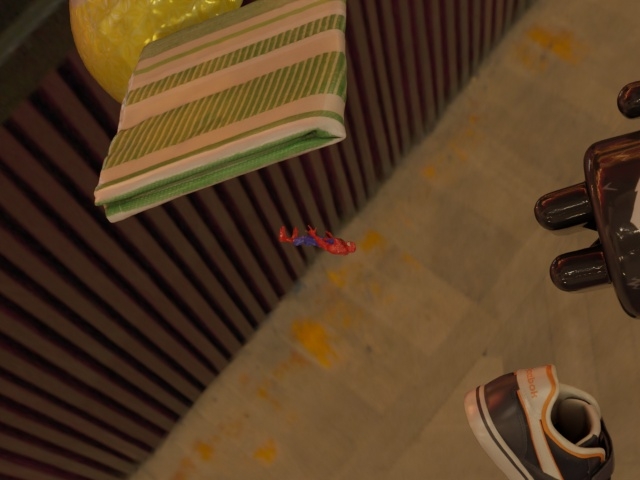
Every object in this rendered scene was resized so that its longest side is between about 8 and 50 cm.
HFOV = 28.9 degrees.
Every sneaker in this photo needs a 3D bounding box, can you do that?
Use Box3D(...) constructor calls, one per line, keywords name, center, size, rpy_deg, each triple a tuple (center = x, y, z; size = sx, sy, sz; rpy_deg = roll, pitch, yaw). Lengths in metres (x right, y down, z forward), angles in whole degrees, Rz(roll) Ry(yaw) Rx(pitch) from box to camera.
Box3D(name="sneaker", center=(0.311, 0.279, 1.533), size=(0.127, 0.321, 0.126), rpy_deg=(-29, 33, 19))

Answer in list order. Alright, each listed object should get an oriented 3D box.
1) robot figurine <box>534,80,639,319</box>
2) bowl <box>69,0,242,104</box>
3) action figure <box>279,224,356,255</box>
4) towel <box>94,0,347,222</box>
Box3D(name="robot figurine", center=(0.337, -0.027, 1.105), size=(0.278, 0.209, 0.173), rpy_deg=(-14, 31, 16))
Box3D(name="bowl", center=(-0.217, -0.312, 1.466), size=(0.156, 0.289, 0.289), rpy_deg=(26, 74, -32))
Box3D(name="action figure", center=(0.000, 0.000, 1.517), size=(0.115, 0.038, 0.030), rpy_deg=(16, 93, 42))
Box3D(name="towel", center=(-0.087, -0.148, 1.203), size=(0.248, 0.038, 0.325), rpy_deg=(-19, 31, 13))
